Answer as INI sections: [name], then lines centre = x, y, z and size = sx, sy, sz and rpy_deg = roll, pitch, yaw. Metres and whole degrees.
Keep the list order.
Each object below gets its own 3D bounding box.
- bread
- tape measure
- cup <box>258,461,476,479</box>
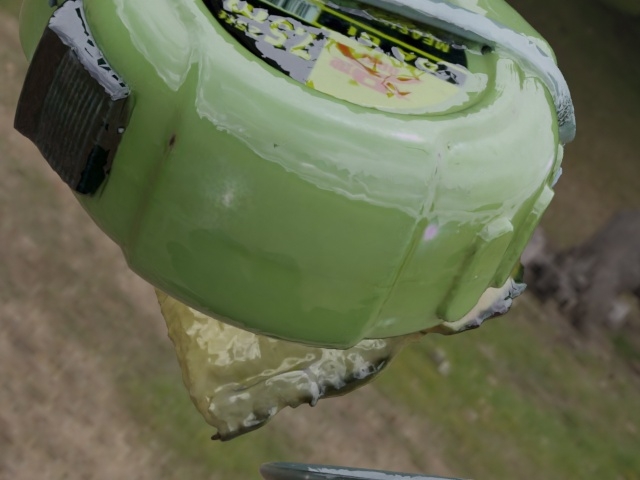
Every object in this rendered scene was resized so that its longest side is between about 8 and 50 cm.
[bread]
centre = -0.003, -0.007, 0.859
size = 0.133, 0.174, 0.251
rpy_deg = 61, 7, -5
[tape measure]
centre = -0.007, -0.038, 0.502
size = 0.177, 0.087, 0.154
rpy_deg = 19, 34, -5
[cup]
centre = 0.055, 0.216, 1.036
size = 0.199, 0.150, 0.199
rpy_deg = 6, -5, 1
